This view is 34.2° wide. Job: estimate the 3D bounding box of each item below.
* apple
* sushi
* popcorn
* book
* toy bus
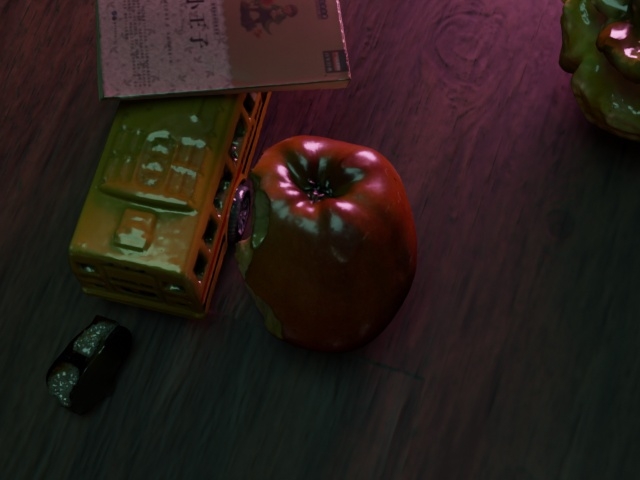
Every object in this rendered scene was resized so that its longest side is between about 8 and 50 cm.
[{"bbox_3d":[0.007,0.001,0.811,0.147,0.158,0.156,20,62,1],"label":"apple"},{"bbox_3d":[-0.194,0.102,0.869,0.046,0.044,0.083,22,70,36],"label":"sushi"},{"bbox_3d":[0.283,-0.169,0.835,0.198,0.212,0.198,2,95,29],"label":"popcorn"},{"bbox_3d":[-0.082,-0.177,0.841,0.199,0.016,0.138,-5,67,-6],"label":"book"},{"bbox_3d":[-0.109,-0.108,0.887,0.121,0.123,0.335,12,70,8],"label":"toy bus"}]
